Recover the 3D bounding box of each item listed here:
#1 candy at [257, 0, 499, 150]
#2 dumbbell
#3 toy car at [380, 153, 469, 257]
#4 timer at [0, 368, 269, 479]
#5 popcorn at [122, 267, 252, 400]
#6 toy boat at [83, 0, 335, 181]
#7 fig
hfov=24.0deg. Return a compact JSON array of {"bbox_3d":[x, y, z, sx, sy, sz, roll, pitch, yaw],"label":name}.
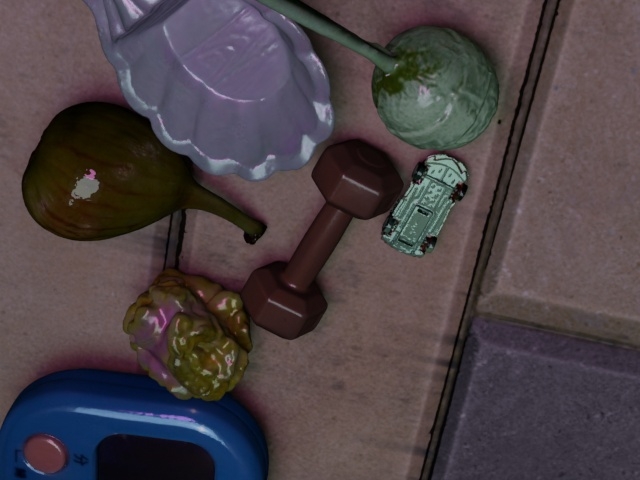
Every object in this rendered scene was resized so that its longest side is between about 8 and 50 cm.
[{"bbox_3d":[0.001,-0.197,1.362,0.440,0.119,0.119,24,124,-39],"label":"candy"},{"bbox_3d":[0.000,0.000,1.579,0.082,0.092,0.231,40,120,16],"label":"dumbbell"},{"bbox_3d":[0.109,-0.038,1.570,0.059,0.035,0.122,26,111,-7],"label":"toy car"},{"bbox_3d":[-0.217,0.304,1.762,0.309,0.115,0.340,7,120,5],"label":"timer"},{"bbox_3d":[-0.143,0.105,1.637,0.145,0.126,0.126,32,125,-4],"label":"popcorn"},{"bbox_3d":[-0.108,-0.192,1.471,0.199,0.100,0.290,-34,112,28],"label":"toy boat"},{"bbox_3d":[-0.174,-0.044,1.548,0.259,0.151,0.151,23,120,-9],"label":"fig"}]
